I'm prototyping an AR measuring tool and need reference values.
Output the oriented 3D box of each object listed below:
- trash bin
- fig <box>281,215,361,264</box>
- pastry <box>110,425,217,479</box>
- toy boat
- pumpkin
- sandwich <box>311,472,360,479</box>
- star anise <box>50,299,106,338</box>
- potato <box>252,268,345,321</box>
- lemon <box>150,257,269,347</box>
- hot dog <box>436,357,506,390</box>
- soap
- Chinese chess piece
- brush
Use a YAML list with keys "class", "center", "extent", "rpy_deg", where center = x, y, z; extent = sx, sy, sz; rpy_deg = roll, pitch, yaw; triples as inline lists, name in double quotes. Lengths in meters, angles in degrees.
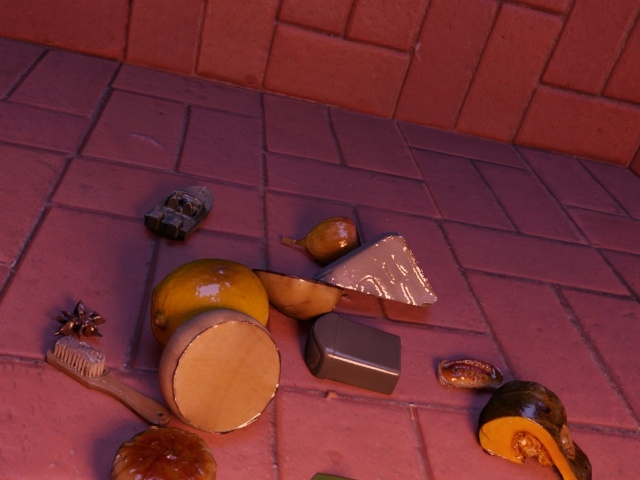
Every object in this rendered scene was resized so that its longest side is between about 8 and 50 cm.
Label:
- class: "trash bin"
  center: [0.079, 0.280, 1.694]
  extent: [0.236, 0.101, 0.176]
  rpy_deg: [16, 28, -4]
- class: "fig"
  center: [0.000, 0.000, 2.108]
  extent: [0.257, 0.159, 0.159]
  rpy_deg: [4, 28, 13]
- class: "pastry"
  center: [-0.291, 0.432, 1.265]
  extent: [0.193, 0.093, 0.182]
  rpy_deg: [13, 28, -5]
- class: "toy boat"
  center: [-0.419, -0.102, 2.091]
  extent: [0.141, 0.092, 0.319]
  rpy_deg: [21, 29, 5]
- class: "pumpkin"
  center: [0.493, 0.475, 1.586]
  extent: [0.139, 0.190, 0.280]
  rpy_deg: [-37, 102, -55]
- class: "sandwich"
  center: [0.031, 0.524, 1.353]
  extent: [0.117, 0.074, 0.074]
  rpy_deg: [-3, 16, 37]
- class: "star anise"
  center: [-0.565, 0.181, 1.583]
  extent: [0.124, 0.056, 0.129]
  rpy_deg: [5, 32, -18]
- class: "potato"
  center: [-0.070, 0.147, 1.781]
  extent: [0.239, 0.115, 0.299]
  rpy_deg: [15, -5, 20]
- class: "lemon"
  center: [-0.255, 0.163, 1.577]
  extent: [0.261, 0.260, 0.284]
  rpy_deg: [23, 12, 11]
- class: "hot dog"
  center: [0.396, 0.352, 1.771]
  extent: [0.192, 0.053, 0.099]
  rpy_deg: [8, 35, -10]
- class: "soap"
  center: [0.163, 0.140, 1.964]
  extent: [0.302, 0.257, 0.159]
  rpy_deg: [-29, 4, -2]
- class: "Chinese chess piece"
  center: [-0.208, 0.271, 1.412]
  extent: [0.257, 0.257, 0.104]
  rpy_deg: [-4, 11, -31]
- class: "brush"
  center: [-0.453, 0.294, 1.449]
  extent: [0.328, 0.065, 0.070]
  rpy_deg: [28, 29, 17]
